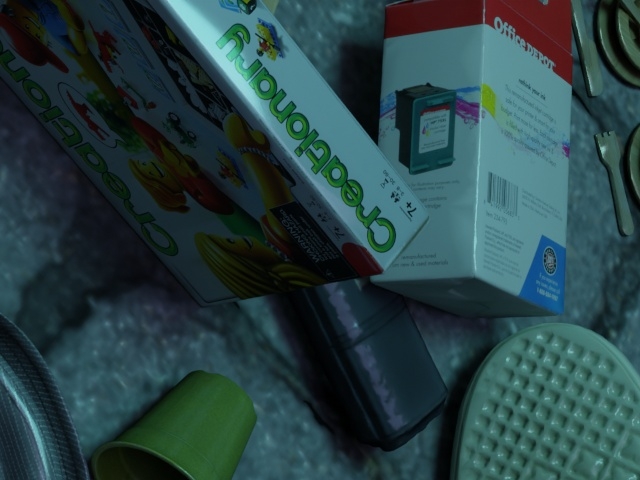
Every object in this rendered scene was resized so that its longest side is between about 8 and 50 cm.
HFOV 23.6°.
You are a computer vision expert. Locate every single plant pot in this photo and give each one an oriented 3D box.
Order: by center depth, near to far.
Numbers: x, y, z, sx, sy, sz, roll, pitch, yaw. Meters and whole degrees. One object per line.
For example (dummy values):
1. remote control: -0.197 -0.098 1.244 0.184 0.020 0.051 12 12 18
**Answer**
1. plant pot: -0.077 0.119 0.885 0.083 0.083 0.079 49 48 -18

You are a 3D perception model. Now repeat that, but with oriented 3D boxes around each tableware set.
1. tableware set: 0.262 -0.108 1.158 0.128 0.039 0.194 -14 91 -34

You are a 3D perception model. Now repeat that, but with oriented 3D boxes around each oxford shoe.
1. oxford shoe: 0.197 0.276 1.015 0.130 0.169 0.449 7 66 -74

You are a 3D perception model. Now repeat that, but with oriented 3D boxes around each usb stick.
1. usb stick: 0.000 0.000 0.965 0.077 0.045 0.278 -31 100 -37

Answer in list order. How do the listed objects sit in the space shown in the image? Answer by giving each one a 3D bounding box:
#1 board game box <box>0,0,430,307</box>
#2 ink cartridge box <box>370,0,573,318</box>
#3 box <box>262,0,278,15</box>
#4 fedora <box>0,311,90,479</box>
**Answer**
1. board game box: -0.098 -0.097 0.827 0.305 0.193 0.053 50 60 -17
2. ink cartridge box: 0.103 -0.074 0.998 0.134 0.078 0.231 23 67 -55
3. box: -0.079 -0.244 0.942 0.164 0.021 0.201 23 69 -15
4. fedora: -0.206 0.142 0.761 0.243 0.124 0.275 -12 89 -34
